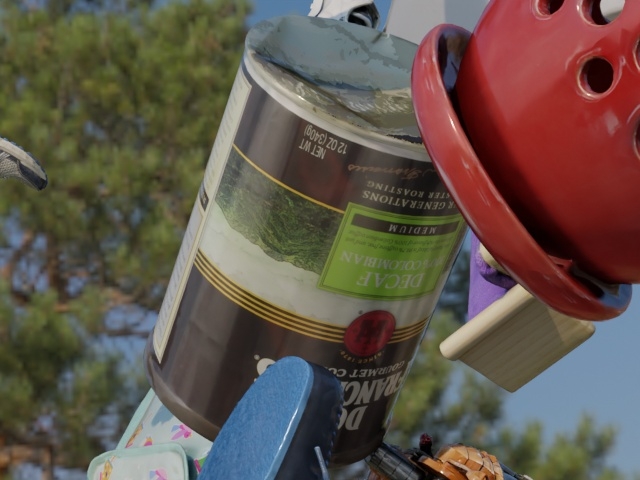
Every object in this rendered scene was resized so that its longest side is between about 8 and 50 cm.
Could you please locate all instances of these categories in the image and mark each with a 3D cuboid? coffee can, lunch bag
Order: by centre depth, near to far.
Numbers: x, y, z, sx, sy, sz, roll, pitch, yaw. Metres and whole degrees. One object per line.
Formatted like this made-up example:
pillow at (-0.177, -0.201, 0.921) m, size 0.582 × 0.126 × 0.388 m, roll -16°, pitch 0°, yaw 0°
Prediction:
coffee can at (0.000, 0.000, 1.081) m, size 0.201 × 0.201 × 0.275 m, roll 5°, pitch -60°, yaw -27°
lunch bag at (-0.125, 0.251, 1.517) m, size 0.160 × 0.262 × 0.223 m, roll 47°, pitch -35°, yaw -20°

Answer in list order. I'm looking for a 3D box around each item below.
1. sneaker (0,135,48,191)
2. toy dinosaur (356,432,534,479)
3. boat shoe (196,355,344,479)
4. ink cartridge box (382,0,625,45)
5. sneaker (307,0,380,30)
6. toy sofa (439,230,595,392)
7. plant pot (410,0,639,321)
sneaker at (-0.311, -0.073, 1.309) m, size 0.135 × 0.058 × 0.052 m, roll 30°, pitch -8°, yaw -19°
toy dinosaur at (0.117, 0.231, 1.119) m, size 0.164 × 0.218 × 0.322 m, roll -49°, pitch 6°, yaw 9°
boat shoe at (-0.040, 0.199, 0.889) m, size 0.089 × 0.258 × 0.109 m, roll 24°, pitch -1°, yaw -24°
ink cartridge box at (0.207, -0.205, 1.254) m, size 0.232 × 0.171 × 0.168 m, roll -20°, pitch -29°, yaw -23°
sneaker at (0.041, -0.303, 1.962) m, size 0.095 × 0.235 × 0.090 m, roll -17°, pitch -59°, yaw 25°
toy sofa at (0.224, -0.009, 1.805) m, size 0.177 × 0.362 × 0.150 m, roll 33°, pitch -53°, yaw -20°
plant pot at (0.152, -0.063, 0.693) m, size 0.174 × 0.191 × 0.191 m, roll -35°, pitch -33°, yaw 23°
